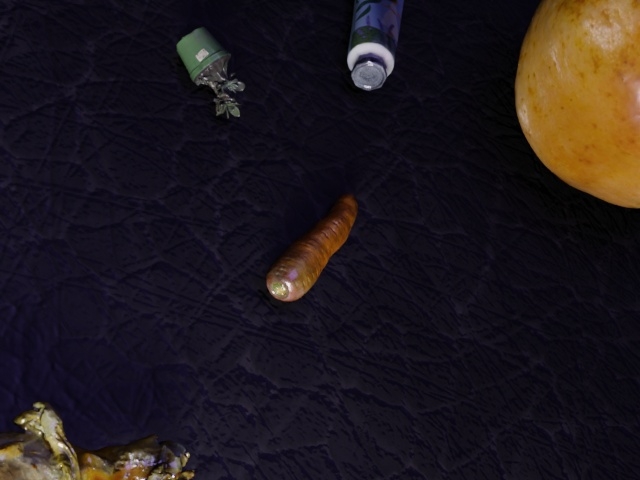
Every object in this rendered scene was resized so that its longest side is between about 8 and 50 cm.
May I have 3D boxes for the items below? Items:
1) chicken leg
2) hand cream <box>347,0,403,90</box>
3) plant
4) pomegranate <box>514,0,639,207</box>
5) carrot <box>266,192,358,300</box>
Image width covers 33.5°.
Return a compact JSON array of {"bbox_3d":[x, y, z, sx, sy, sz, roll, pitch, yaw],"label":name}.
[{"bbox_3d":[-0.198,0.179,0.805,0.227,0.088,0.103,-13,56,-39],"label":"chicken leg"},{"bbox_3d":[0.072,-0.292,1.377,0.091,0.058,0.271,32,40,-20],"label":"hand cream"},{"bbox_3d":[-0.112,-0.179,1.153,0.051,0.051,0.102,-31,86,-46],"label":"plant"},{"bbox_3d":[0.432,-0.245,1.399,0.410,0.410,0.410,20,50,-26],"label":"pomegranate"},{"bbox_3d":[0.000,0.000,1.117,0.047,0.047,0.191,44,43,-4],"label":"carrot"}]
